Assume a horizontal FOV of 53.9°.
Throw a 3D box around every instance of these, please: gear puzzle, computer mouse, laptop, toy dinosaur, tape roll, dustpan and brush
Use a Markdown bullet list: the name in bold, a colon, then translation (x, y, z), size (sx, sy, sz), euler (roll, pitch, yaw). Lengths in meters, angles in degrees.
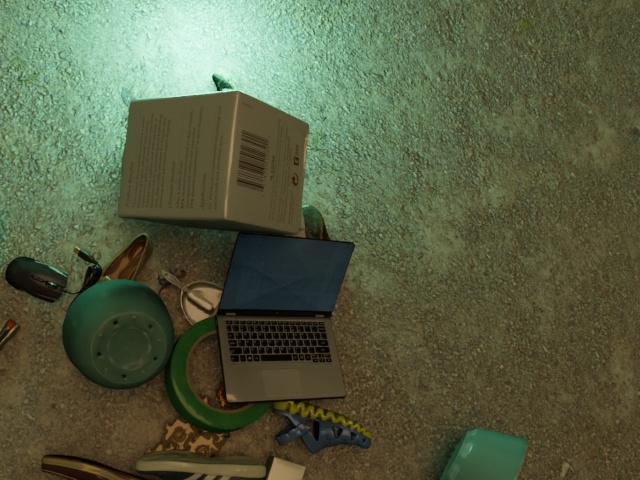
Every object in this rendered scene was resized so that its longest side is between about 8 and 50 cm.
- **gear puzzle**: translation (-0.344, 0.533, 1.789), size (0.175, 0.044, 0.339), euler (38, 70, -9)
- **computer mouse**: translation (-0.748, 0.085, 1.759), size (0.262, 0.060, 0.184), euler (27, 78, 7)
- **laptop**: translation (-0.076, 0.223, 1.783), size (0.382, 0.236, 0.408), euler (5, 58, -30)
- **toy dinosaur**: translation (-0.445, 0.115, 1.889), size (0.082, 0.047, 0.090), euler (0, 108, -24)
- **tape roll**: translation (-0.275, 0.377, 1.787), size (0.321, 0.077, 0.321), euler (13, 61, -24)
- **dustpan and brush**: translation (-0.383, 0.161, 1.869), size (0.211, 0.060, 0.147), euler (36, 70, -4)

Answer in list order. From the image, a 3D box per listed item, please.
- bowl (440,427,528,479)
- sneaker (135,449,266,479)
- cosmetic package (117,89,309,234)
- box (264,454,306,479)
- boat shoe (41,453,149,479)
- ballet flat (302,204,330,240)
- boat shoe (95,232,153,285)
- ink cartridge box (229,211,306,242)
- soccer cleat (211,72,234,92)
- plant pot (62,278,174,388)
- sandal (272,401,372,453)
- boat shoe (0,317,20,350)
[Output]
- **bowl**: translation (0.462, 0.683, 1.852), size (0.163, 0.311, 0.311), euler (28, 69, 15)
- **sneaker**: translation (-0.322, 0.654, 1.682), size (0.350, 0.131, 0.148), euler (11, 84, -14)
- **cosmetic package**: translation (-0.289, -0.199, 1.728), size (0.327, 0.394, 0.329), euler (10, 85, -58)
- **box**: translation (-0.110, 0.675, 1.788), size (0.101, 0.087, 0.102), euler (22, 71, -8)
- **boat shoe**: translation (-0.577, 0.660, 1.655), size (0.342, 0.123, 0.123), euler (24, 69, -14)
- **ballet flat**: translation (0.000, 0.000, 2.023), size (0.084, 0.058, 0.250), euler (-28, 77, 2)
- **boat shoe**: translation (-0.586, 0.099, 1.816), size (0.105, 0.089, 0.285), euler (29, 71, -6)
- **ink cartridge box**: translation (-0.175, -0.110, 1.914), size (0.207, 0.119, 0.353), euler (-17, 76, 27)
- **soccer cleat**: translation (-0.307, -0.469, 2.062), size (0.072, 0.060, 0.179), euler (-38, 90, -19)
- **plant pot**: translation (-0.521, 0.259, 1.668), size (0.293, 0.235, 0.293), euler (-1, 93, -25)
- **sandal**: translation (-0.006, 0.557, 1.839), size (0.317, 0.126, 0.138), euler (18, 76, -1)
- **boat shoe**: translation (-0.883, 0.274, 1.714), size (0.043, 0.049, 0.137), euler (35, 67, 0)
